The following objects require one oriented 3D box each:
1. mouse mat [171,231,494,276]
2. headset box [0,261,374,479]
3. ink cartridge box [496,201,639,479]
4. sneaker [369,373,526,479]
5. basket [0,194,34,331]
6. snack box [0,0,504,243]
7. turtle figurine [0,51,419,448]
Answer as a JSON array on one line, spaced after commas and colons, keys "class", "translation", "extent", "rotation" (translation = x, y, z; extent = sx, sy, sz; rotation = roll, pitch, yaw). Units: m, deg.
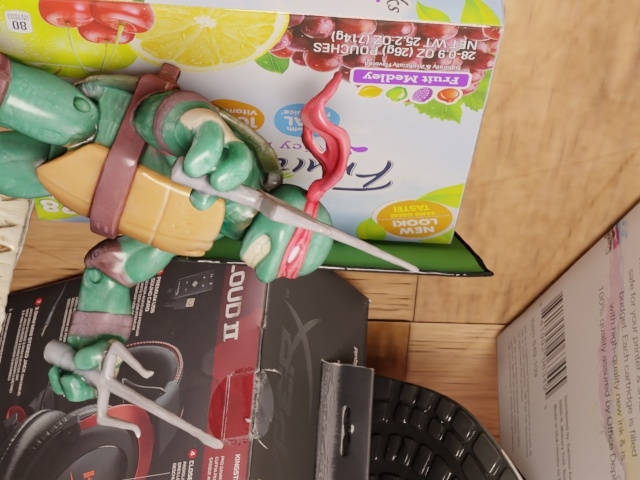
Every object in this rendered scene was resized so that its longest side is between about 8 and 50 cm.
[{"class": "mouse mat", "translation": [0.000, 0.000, 0.726], "extent": [0.152, 0.007, 0.190], "rotation": [3, -172, -2]}, {"class": "headset box", "translation": [-0.099, 0.130, 0.846], "extent": [0.293, 0.218, 0.110], "rotation": [-15, 147, 30]}, {"class": "ink cartridge box", "translation": [0.243, 0.100, 0.804], "extent": [0.197, 0.198, 0.270], "rotation": [11, 149, -15]}, {"class": "sneaker", "translation": [0.055, 0.138, 0.891], "extent": [0.124, 0.107, 0.283], "rotation": [28, -177, -45]}, {"class": "basket", "translation": [-0.241, 0.003, 0.762], "extent": [0.167, 0.103, 0.113], "rotation": [12, 147, -14]}, {"class": "snack box", "translation": [-0.032, -0.073, 0.652], "extent": [0.207, 0.070, 0.174], "rotation": [5, 150, -1]}, {"class": "turtle figurine", "translation": [-0.081, -0.015, 0.573], "extent": [0.234, 0.118, 0.175], "rotation": [22, 132, 0]}]
